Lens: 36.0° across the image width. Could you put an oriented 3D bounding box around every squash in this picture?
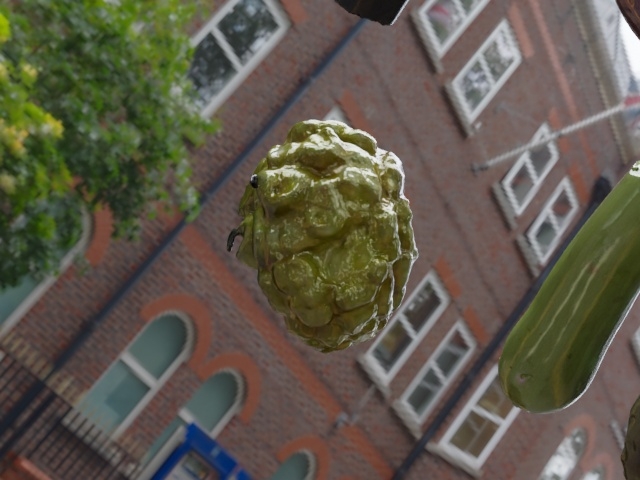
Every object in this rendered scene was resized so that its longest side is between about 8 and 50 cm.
[{"bbox_3d":[0.233,0.043,0.842,0.083,0.250,0.083,26,16,-8],"label":"squash"}]

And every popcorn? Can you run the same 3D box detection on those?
[{"bbox_3d":[0.001,-0.003,0.937,0.169,0.218,0.189,1,-2,-14],"label":"popcorn"}]

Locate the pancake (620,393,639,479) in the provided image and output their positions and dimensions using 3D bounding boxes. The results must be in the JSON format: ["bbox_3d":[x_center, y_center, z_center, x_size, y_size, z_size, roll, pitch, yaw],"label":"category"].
[{"bbox_3d":[0.322,0.176,0.694,0.222,0.042,0.236,20,-59,11],"label":"pancake"}]

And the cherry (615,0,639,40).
[{"bbox_3d":[0.177,-0.108,0.367,0.126,0.106,0.087,-15,-44,26],"label":"cherry"}]

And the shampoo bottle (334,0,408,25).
[{"bbox_3d":[0.098,-0.320,0.750,0.071,0.309,0.098,12,38,-32],"label":"shampoo bottle"}]
